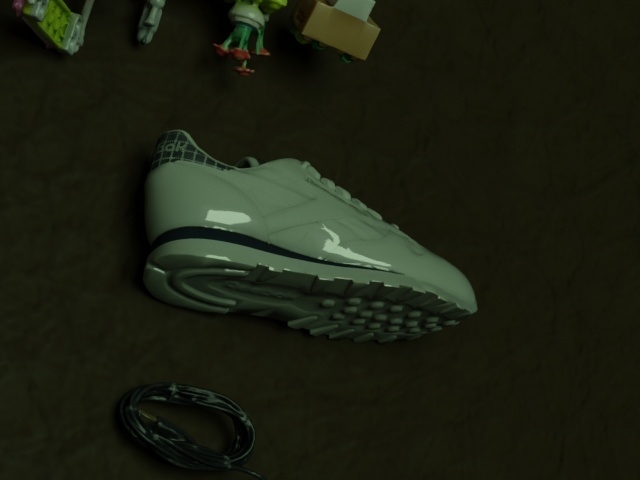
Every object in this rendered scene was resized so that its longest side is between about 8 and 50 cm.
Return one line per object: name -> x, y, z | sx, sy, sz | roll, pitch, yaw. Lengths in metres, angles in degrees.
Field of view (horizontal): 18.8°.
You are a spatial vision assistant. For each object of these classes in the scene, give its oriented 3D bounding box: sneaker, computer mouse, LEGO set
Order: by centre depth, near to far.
computer mouse -> -0.020, 0.159, 1.131 | 0.242, 0.041, 0.071 | 38, 56, -14
LEGO set -> -0.088, -0.145, 1.139 | 0.287, 0.132, 0.107 | 31, 72, -53
sneaker -> 0.000, 0.000, 1.171 | 0.235, 0.090, 0.095 | 17, 55, -35
